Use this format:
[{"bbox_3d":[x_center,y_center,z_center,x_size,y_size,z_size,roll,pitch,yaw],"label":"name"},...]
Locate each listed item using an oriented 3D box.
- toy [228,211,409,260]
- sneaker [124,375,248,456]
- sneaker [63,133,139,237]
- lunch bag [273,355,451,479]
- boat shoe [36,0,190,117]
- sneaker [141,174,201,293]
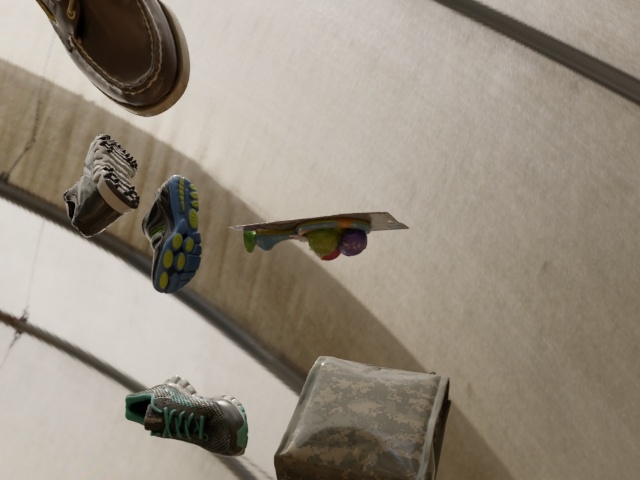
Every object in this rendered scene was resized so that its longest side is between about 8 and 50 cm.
[{"bbox_3d":[0.000,0.000,1.187,0.237,0.137,0.056,-1,-98,19],"label":"toy"},{"bbox_3d":[-0.139,0.184,0.820,0.166,0.076,0.065,5,-85,47],"label":"sneaker"},{"bbox_3d":[-0.314,-0.076,1.135,0.106,0.234,0.078,-41,-61,7],"label":"sneaker"},{"bbox_3d":[0.078,0.314,1.314,0.235,0.287,0.169,7,-54,15],"label":"lunch bag"},{"bbox_3d":[-0.240,-0.262,0.833,0.116,0.097,0.324,-35,-115,7],"label":"boat shoe"},{"bbox_3d":[-0.218,-0.004,1.176,0.078,0.188,0.067,-25,-36,34],"label":"sneaker"}]
